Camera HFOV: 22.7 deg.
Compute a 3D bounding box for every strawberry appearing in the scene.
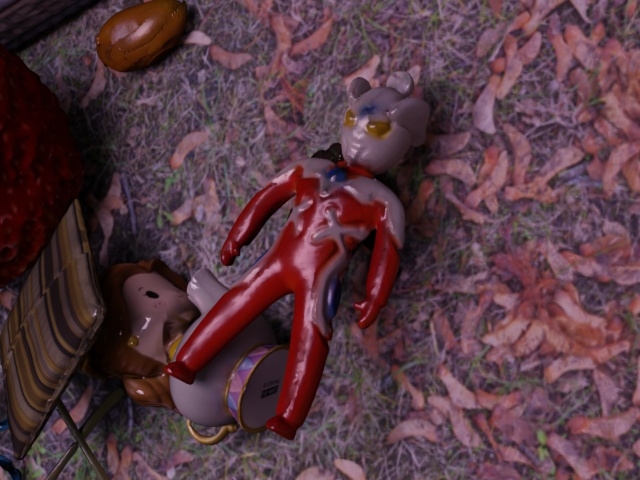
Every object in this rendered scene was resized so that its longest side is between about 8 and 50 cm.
[{"bbox_3d":[-0.395,-0.087,1.784,0.310,0.292,0.291,-23,70,55],"label":"strawberry"}]

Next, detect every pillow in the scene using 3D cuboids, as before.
[{"bbox_3d":[-0.293,0.093,1.714,0.212,0.052,0.208,-59,31,24],"label":"pillow"}]

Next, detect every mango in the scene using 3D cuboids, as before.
[{"bbox_3d":[-0.208,-0.239,1.837,0.127,0.063,0.077,-22,65,26],"label":"mango"}]

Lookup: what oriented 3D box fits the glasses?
[{"bbox_3d":[-0.309,0.242,1.837,0.207,0.102,0.239,8,86,4],"label":"glasses"}]

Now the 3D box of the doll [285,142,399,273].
[{"bbox_3d":[0.016,-0.017,1.678,0.139,0.057,0.165,-31,68,25],"label":"doll"}]

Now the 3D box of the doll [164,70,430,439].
[{"bbox_3d":[0.000,0.000,1.588,0.188,0.099,0.384,23,78,23],"label":"doll"}]

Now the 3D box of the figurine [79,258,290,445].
[{"bbox_3d":[-0.155,0.112,1.713,0.263,0.142,0.189,22,105,30],"label":"figurine"}]

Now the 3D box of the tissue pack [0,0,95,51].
[{"bbox_3d":[-0.388,-0.388,1.928,0.394,0.124,0.288,-24,72,26],"label":"tissue pack"}]
